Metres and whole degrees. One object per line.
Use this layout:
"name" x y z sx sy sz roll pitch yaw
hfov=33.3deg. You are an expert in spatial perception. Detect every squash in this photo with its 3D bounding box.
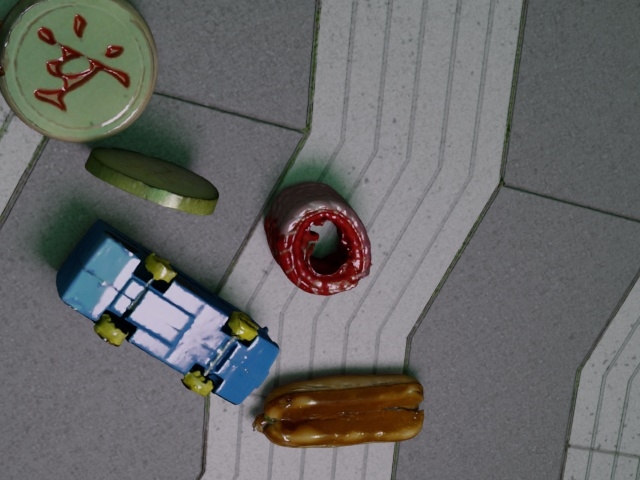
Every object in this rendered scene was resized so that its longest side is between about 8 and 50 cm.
"squash" -0.266 -0.091 1.694 0.219 0.219 0.041 16 103 -23

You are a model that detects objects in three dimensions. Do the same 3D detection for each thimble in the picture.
"thimble" -0.006 -0.003 1.863 0.163 0.125 0.189 -34 115 -3

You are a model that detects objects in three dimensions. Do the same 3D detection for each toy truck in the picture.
"toy truck" -0.252 0.123 1.800 0.385 0.162 0.161 35 94 -26

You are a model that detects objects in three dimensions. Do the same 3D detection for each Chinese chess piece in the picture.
"Chinese chess piece" -0.377 -0.276 1.659 0.250 0.103 0.249 -5 108 -15

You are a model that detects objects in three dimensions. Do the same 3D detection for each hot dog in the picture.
"hot dog" 0.034 0.317 1.999 0.337 0.100 0.135 -2 100 -19

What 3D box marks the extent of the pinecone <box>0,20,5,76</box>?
"pinecone" -0.583 -0.301 1.510 0.264 0.264 0.264 -6 109 -17
